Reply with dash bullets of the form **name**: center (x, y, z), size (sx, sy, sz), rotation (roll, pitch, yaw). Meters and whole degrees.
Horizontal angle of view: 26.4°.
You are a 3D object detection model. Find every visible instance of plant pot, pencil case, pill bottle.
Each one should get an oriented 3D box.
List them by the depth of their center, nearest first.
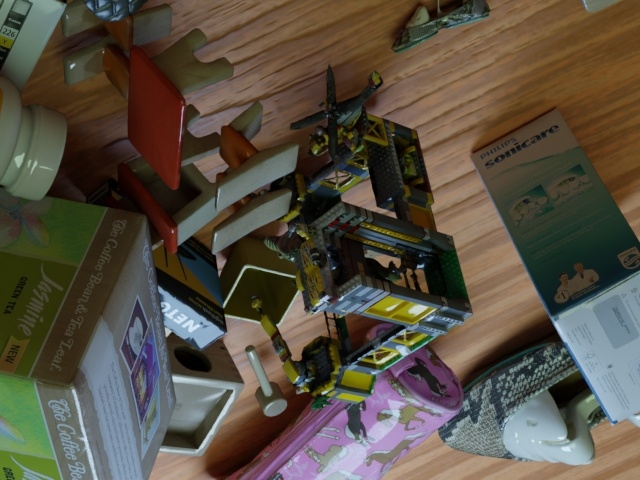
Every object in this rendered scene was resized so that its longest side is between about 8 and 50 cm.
- **pill bottle**: center (-0.341, -0.105, 1.225), size (0.208, 0.117, 0.117), rotation (17, 123, -27)
- **plant pot**: center (-0.075, 0.040, 1.619), size (0.081, 0.083, 0.081), rotation (14, 124, -25)
- **pencil case**: center (0.015, 0.274, 1.796), size (0.160, 0.167, 0.386), rotation (43, 112, -3)

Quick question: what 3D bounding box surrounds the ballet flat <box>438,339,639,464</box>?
- **ballet flat**: center (0.375, 0.187, 1.805), size (0.483, 0.182, 0.164), rotation (-33, 131, 13)

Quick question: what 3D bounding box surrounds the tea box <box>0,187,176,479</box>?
- **tea box**: center (-0.338, 0.128, 1.388), size (0.323, 0.220, 0.329), rotation (9, 140, 9)

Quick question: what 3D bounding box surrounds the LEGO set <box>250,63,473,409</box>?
- **LEGO set**: center (0.000, 0.000, 1.435), size (0.192, 0.331, 0.255), rotation (16, 149, -40)

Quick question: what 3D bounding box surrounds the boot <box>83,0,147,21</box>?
- **boot**: center (-0.231, -0.329, 1.221), size (0.083, 0.161, 0.246), rotation (-29, 130, -8)

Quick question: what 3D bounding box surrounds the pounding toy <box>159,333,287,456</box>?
- **pounding toy**: center (-0.144, 0.174, 1.714), size (0.206, 0.094, 0.181), rotation (12, 120, -36)

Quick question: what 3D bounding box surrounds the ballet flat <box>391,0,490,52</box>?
- **ballet flat**: center (0.125, -0.241, 1.476), size (0.114, 0.041, 0.041), rotation (-22, 131, 3)

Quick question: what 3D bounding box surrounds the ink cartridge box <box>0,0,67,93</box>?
- **ink cartridge box**: center (-0.405, -0.250, 1.254), size (0.309, 0.130, 0.272), rotation (18, 121, -28)

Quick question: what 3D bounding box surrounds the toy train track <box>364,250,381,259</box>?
- **toy train track**: center (0.059, 0.026, 1.694), size (0.048, 0.014, 0.083), rotation (-13, 137, -14)

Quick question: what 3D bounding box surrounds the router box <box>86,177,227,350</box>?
- **router box**: center (-0.185, 0.028, 1.544), size (0.046, 0.133, 0.179), rotation (-36, 130, 20)

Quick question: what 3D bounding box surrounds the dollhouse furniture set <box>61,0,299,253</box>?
- **dollhouse furniture set**: center (-0.164, -0.088, 1.355), size (0.135, 0.262, 0.259), rotation (-32, 157, -25)

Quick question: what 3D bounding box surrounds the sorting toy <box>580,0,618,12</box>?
- **sorting toy**: center (0.339, -0.399, 1.363), size (0.257, 0.089, 0.255), rotation (-25, 131, 6)

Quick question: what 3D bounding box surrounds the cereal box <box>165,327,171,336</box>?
- **cereal box**: center (-0.301, 0.072, 1.575), size (0.240, 0.047, 0.173), rotation (36, 109, -25)

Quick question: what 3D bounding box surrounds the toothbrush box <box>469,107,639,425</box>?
- **toothbrush box**: center (0.304, 0.026, 1.574), size (0.126, 0.295, 0.216), rotation (-29, 130, 8)
